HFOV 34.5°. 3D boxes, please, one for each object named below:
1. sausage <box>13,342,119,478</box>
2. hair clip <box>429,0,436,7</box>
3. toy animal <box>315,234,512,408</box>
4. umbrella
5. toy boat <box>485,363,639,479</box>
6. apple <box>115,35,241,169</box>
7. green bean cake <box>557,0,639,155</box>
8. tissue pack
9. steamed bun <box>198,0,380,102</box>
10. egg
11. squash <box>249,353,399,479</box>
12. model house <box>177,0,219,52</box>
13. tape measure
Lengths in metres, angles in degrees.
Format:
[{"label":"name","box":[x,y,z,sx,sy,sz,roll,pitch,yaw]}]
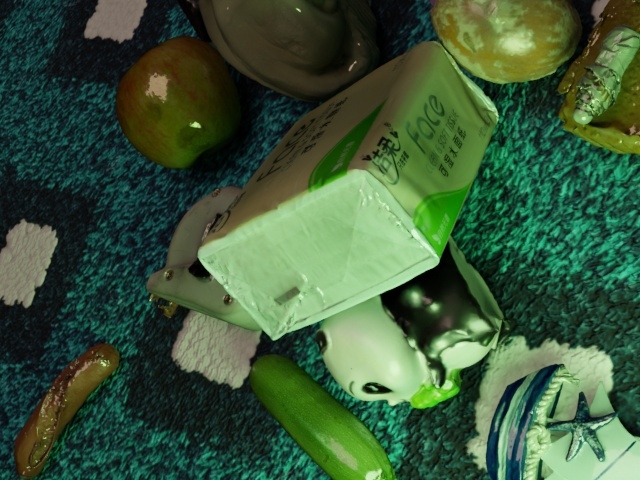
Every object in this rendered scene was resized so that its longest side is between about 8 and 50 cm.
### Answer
[{"label":"sausage","box":[-0.514,0.333,2.036,0.087,0.079,0.326,40,99,16]},{"label":"hair clip","box":[0.219,-0.472,1.775,0.137,0.090,0.278,-47,65,-4]},{"label":"toy animal","box":[0.135,0.138,1.508,0.267,0.212,0.212,-41,51,13]},{"label":"umbrella","box":[0.381,-0.222,1.384,0.143,0.062,0.067,-62,10,6]},{"label":"toy boat","box":[0.355,0.261,1.373,0.292,0.070,0.210,-18,66,29]},{"label":"apple","box":[-0.266,-0.260,2.001,0.246,0.246,0.226,-45,81,16]},{"label":"green bean cake","box":[0.471,-0.222,1.434,0.224,0.131,0.229,28,94,45]},{"label":"tissue pack","box":[0.052,-0.083,1.533,0.332,0.205,0.405,-28,18,35]},{"label":"steamed bun","box":[-0.071,-0.403,1.816,0.255,0.342,0.367,-31,40,25]},{"label":"egg","box":[0.286,-0.339,1.591,0.233,0.195,0.195,21,86,24]},{"label":"squash","box":[0.003,0.293,1.620,0.379,0.101,0.101,40,98,41]},{"label":"model house","box":[-0.198,-0.507,2.010,0.230,0.280,0.248,-5,83,1]},{"label":"tape measure","box":[-0.170,0.035,1.849,0.258,0.130,0.265,13,80,44]}]
